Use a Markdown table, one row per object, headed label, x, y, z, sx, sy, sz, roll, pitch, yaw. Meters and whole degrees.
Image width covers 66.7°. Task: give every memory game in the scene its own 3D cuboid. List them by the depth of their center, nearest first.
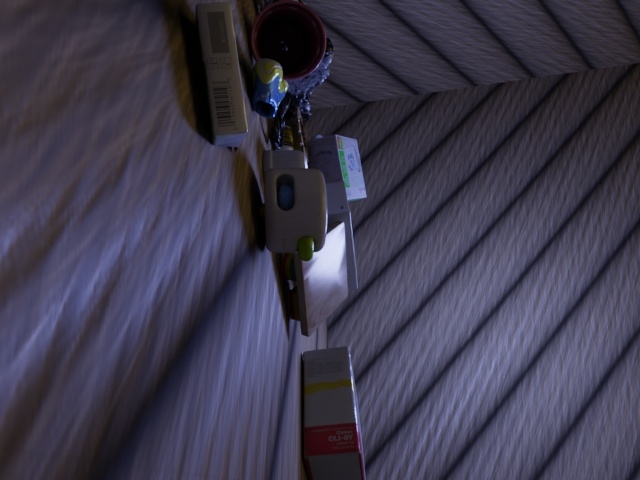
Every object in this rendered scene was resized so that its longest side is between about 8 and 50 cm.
| label | x | y | z | sx | sy | sz | roll | pitch | yaw |
| --- | --- | --- | --- | --- | --- | --- | --- | --- | --- |
| memory game | -0.059 | -0.342 | 1.583 | 0.186 | 0.012 | 0.187 | -10 | 90 | -85 |

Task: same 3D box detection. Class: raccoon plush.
| label | x | y | z | sx | sy | sz | roll | pitch | yaw |
| --- | --- | --- | --- | --- | --- | --- | --- | --- | --- |
| raccoon plush | -0.134 | -0.603 | 1.650 | 0.447 | 0.215 | 0.299 | -61 | -140 | 41 |

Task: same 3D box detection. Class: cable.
| label | x | y | z | sx | sy | sz | roll | pitch | yaw |
| --- | --- | --- | --- | --- | --- | --- | --- | --- | --- |
| cable | -0.114 | -0.350 | 1.418 | 0.185 | 0.047 | 0.151 | -90 | -162 | -61 |

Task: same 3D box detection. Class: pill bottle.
| label | x | y | z | sx | sy | sz | roll | pitch | yaw |
| --- | --- | --- | --- | --- | --- | --- | --- | --- | --- |
| pill bottle | -0.117 | -0.300 | 1.539 | 0.065 | 0.065 | 0.117 | 76 | 7 | -70 |

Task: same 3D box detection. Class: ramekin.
| label | x | y | z | sx | sy | sz | roll | pitch | yaw |
| --- | --- | --- | --- | --- | --- | --- | --- | --- | --- |
| ramekin | -0.085 | -0.150 | 1.331 | 0.207 | 0.108 | 0.208 | -8 | 90 | -87 |

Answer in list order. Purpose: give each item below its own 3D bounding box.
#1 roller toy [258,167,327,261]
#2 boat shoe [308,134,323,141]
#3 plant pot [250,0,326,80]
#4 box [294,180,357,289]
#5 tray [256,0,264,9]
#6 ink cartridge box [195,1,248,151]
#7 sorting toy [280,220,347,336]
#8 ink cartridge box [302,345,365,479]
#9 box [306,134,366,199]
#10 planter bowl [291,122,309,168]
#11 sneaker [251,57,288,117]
| label | x | y | z | sx | sy | sz | roll | pitch | yaw |
| --- | --- | --- | --- | --- | --- | --- | --- | --- | --- |
| roller toy | -0.066 | -0.068 | 1.099 | 0.209 | 0.146 | 0.191 | -107 | -163 | -69 |
| boat shoe | -0.061 | -0.255 | 1.882 | 0.136 | 0.156 | 0.368 | 44 | 41 | -38 |
| plant pot | -0.097 | -0.549 | 1.358 | 0.180 | 0.201 | 0.202 | -119 | -160 | -70 |
| box | 0.000 | 0.000 | 1.622 | 0.168 | 0.214 | 0.346 | -95 | 177 | -48 |
| tray | -0.208 | -0.842 | 1.449 | 0.270 | 0.030 | 0.145 | 78 | 6 | -63 |
| ink cartridge box | -0.162 | -0.239 | 0.770 | 0.224 | 0.056 | 0.181 | -172 | -106 | -73 |
| sorting toy | -0.019 | 0.100 | 1.420 | 0.257 | 0.089 | 0.256 | -37 | 129 | -53 |
| ink cartridge box | 0.041 | 0.561 | 1.497 | 0.385 | 0.160 | 0.280 | -94 | 176 | -55 |
| box | 0.059 | -0.253 | 1.786 | 0.262 | 0.126 | 0.232 | -17 | 97 | -68 |
| planter bowl | -0.096 | -0.288 | 1.658 | 0.217 | 0.090 | 0.218 | -8 | 90 | -85 |
| sneaker | -0.141 | -0.371 | 1.252 | 0.240 | 0.091 | 0.126 | 8 | 93 | -88 |
